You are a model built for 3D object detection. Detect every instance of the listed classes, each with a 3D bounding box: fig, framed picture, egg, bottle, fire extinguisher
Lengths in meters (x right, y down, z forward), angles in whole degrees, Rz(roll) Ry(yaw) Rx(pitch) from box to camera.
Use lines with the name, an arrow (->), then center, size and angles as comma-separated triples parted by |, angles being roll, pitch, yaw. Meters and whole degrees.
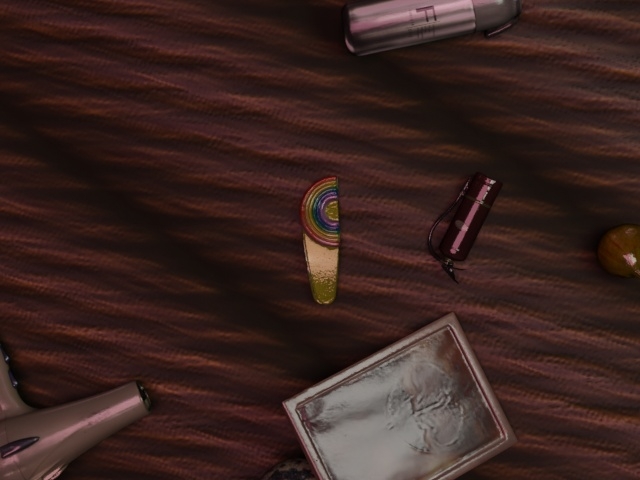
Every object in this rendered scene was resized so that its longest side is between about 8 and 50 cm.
fig -> 0.431, 0.022, 1.439 | 0.084, 0.098, 0.082 | 29, 117, -15
framed picture -> 0.114, 0.257, 1.456 | 0.289, 0.020, 0.211 | -25, 86, -17
egg -> -0.038, 0.392, 1.469 | 0.132, 0.132, 0.172 | 20, 99, 5
bottle -> 0.159, -0.318, 1.478 | 0.253, 0.080, 0.096 | -12, 127, 6
fire extinguisher -> 0.203, -0.023, 1.491 | 0.078, 0.045, 0.157 | 28, 94, 33

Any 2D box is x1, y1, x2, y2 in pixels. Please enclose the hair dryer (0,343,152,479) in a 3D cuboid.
hair dryer -> -0.400, 0.225, 1.535 | 0.295, 0.119, 0.298 | -4, 77, 0

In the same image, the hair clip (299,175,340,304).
hair clip -> 0.000, 0.000, 1.514 | 0.060, 0.033, 0.189 | -2, 90, 6
